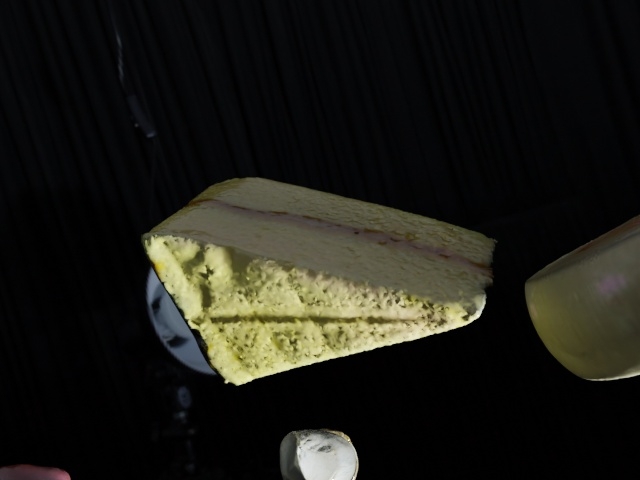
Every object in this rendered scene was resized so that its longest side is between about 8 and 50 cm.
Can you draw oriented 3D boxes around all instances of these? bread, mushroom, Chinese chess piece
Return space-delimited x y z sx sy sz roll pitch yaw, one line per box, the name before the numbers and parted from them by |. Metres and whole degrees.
bread | 0.004 0.000 0.594 0.264 0.163 0.168 -19 -162 26
mushroom | 0.001 0.310 0.921 0.097 0.088 0.212 25 178 18
Chinese chess piece | 0.308 0.018 0.559 0.273 0.102 0.273 -27 172 -4

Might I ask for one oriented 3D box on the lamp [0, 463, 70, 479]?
lamp | -0.187 0.246 0.309 0.247 0.247 0.301 29 135 -28
